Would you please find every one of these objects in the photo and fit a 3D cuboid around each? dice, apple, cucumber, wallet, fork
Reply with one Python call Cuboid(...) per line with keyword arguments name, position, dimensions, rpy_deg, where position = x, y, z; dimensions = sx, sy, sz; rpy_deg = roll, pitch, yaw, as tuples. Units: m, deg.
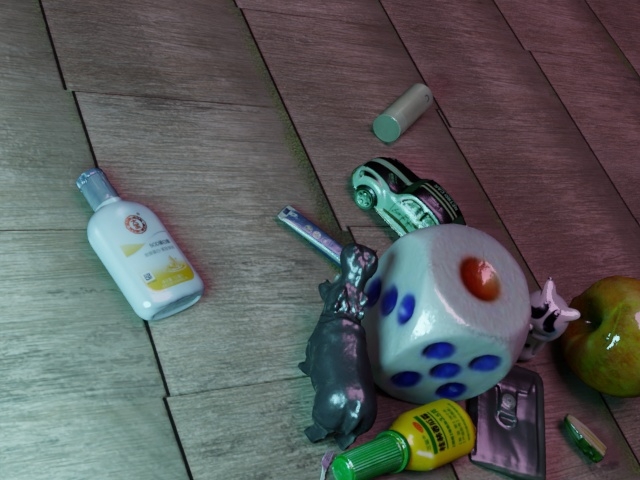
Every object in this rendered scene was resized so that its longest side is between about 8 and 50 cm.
Cuboid(name="dice", position=(0.223, 0.139, 1.824), dimensions=(0.243, 0.251, 0.259), rpy_deg=(20, 45, -23))
Cuboid(name="apple", position=(0.636, 0.205, 2.071), dimensions=(0.226, 0.246, 0.246), rpy_deg=(27, 42, -25))
Cuboid(name="cucumber", position=(0.522, 0.395, 1.971), dimensions=(0.107, 0.035, 0.067), rpy_deg=(46, 24, 10))
Cuboid(name="wallet", position=(0.361, 0.341, 1.898), dimensions=(0.168, 0.052, 0.245), rpy_deg=(22, 46, -14))
Cuboid(name="fork", position=(0.003, 0.392, 1.622), dimensions=(0.016, 0.012, 0.115), rpy_deg=(26, 48, -9))

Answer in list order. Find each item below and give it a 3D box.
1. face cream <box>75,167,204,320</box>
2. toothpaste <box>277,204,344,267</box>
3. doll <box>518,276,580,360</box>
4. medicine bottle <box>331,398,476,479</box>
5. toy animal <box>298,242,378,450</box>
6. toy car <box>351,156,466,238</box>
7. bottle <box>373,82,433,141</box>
Cuboid(name="face cream", position=(-0.322, 0.000, 1.689), dimensions=(0.144, 0.071, 0.291), rpy_deg=(-19, 66, -44))
Cuboid(name="toothpaste", position=(0.000, 0.000, 1.948), dimensions=(0.197, 0.035, 0.057), rpy_deg=(38, 35, 3))
Cuboid(name="doll", position=(0.433, 0.169, 2.010), dimensions=(0.110, 0.181, 0.107), rpy_deg=(45, 55, 5))
Cuboid(name="medicine bottle", position=(0.145, 0.357, 1.706), dimensions=(0.309, 0.076, 0.111), rpy_deg=(-12, 60, -40))
Cuboid(name="toy animal", position=(0.032, 0.181, 1.704), dimensions=(0.106, 0.168, 0.343), rpy_deg=(14, 62, -23))
Cuboid(name="toy car", position=(0.203, -0.070, 2.090), dimensions=(0.306, 0.125, 0.136), rpy_deg=(49, 43, 9))
Cuboid(name="bottle", position=(0.197, -0.303, 2.329), dimensions=(0.072, 0.072, 0.201), rpy_deg=(41, 41, 3))
